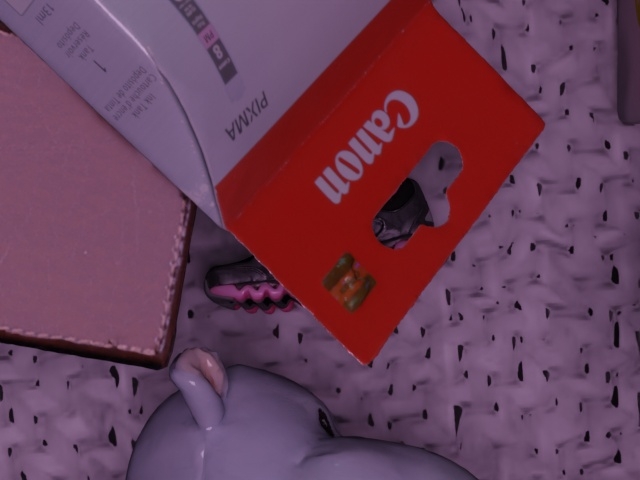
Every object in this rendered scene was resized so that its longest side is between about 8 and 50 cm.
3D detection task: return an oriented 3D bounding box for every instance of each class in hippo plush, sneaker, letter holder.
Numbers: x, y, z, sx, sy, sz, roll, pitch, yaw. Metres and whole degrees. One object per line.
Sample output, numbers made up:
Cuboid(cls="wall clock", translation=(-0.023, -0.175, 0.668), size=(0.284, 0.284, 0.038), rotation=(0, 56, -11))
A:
Cuboid(cls="hippo plush", translation=(-0.036, 0.188, 0.893), size=(0.294, 0.234, 0.236), rotation=(17, 70, 25))
Cuboid(cls="sneaker", translation=(0.000, 0.000, 0.939), size=(0.119, 0.047, 0.057), rotation=(-13, 81, -7))
Cuboid(cls="letter holder", translation=(-0.197, -0.079, 0.862), size=(0.302, 0.152, 0.214), rotation=(10, 92, -5))

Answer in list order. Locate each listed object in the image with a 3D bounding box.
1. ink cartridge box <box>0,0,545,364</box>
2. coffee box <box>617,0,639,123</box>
Cuboid(cls="ink cartridge box", translation=(-0.010, -0.093, 0.814), size=(0.232, 0.066, 0.189), rotation=(42, 49, -2))
Cuboid(cls="coffee box", translation=(0.320, -0.214, 0.795), size=(0.338, 0.334, 0.337), rotation=(-1, 94, -6))
